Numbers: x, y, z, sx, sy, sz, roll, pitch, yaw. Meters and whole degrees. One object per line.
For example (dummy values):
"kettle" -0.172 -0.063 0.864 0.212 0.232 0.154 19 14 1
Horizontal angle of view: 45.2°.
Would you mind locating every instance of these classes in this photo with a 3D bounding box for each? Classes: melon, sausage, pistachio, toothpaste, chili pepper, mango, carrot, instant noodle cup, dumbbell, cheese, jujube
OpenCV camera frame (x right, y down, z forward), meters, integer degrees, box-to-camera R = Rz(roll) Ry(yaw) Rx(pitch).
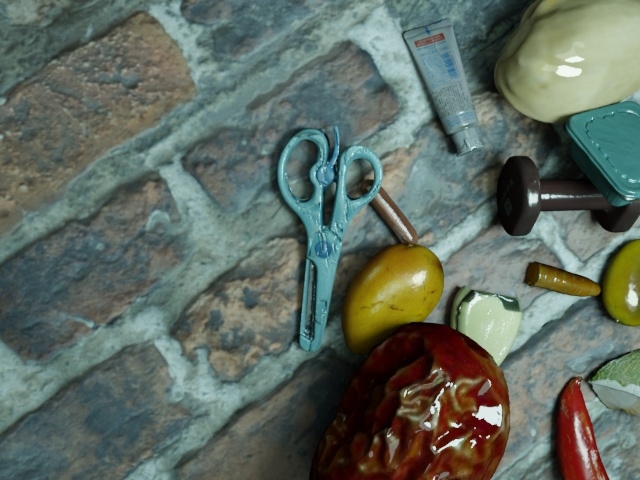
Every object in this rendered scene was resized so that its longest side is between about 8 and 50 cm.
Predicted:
"melon" 0.599 0.268 1.383 0.203 0.139 0.093 -17 118 -8
"sausage" 0.120 -0.048 1.336 0.147 0.035 0.030 52 55 -8
"pistachio" 0.441 -0.311 1.278 0.318 0.193 0.213 -14 99 -8
"toothpaste" 0.221 -0.263 1.327 0.089 0.057 0.234 -19 89 -8
"chili pepper" 0.511 0.438 1.394 0.137 0.092 0.368 -31 101 -20
"mango" 0.116 0.101 1.305 0.145 0.112 0.219 38 91 -17
"carrot" 0.441 0.076 1.378 0.139 0.048 0.048 15 92 -9
"instant noodle cup" 0.488 -0.132 1.236 0.157 0.070 0.179 -18 58 -19
"mango" 0.562 0.074 1.380 0.103 0.076 0.161 12 89 -3
"dumbbell" 0.424 -0.078 1.319 0.226 0.140 0.124 -2 55 -6
"cheese" 0.277 0.211 1.363 0.127 0.054 0.251 12 93 -8
"jujube" 0.147 0.320 1.242 0.276 0.276 0.377 34 101 -8

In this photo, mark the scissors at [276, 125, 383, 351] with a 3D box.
"scissors" 0.000 0.000 1.312 0.180 0.032 0.392 8 96 4
